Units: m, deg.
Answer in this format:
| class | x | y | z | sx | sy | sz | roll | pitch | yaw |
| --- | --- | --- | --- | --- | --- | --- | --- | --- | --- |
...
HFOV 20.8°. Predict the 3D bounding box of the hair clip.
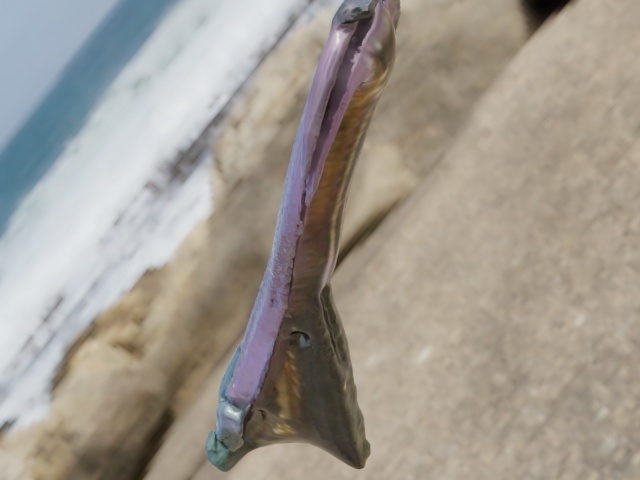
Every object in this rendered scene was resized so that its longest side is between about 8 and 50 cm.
| class | x | y | z | sx | sy | sz | roll | pitch | yaw |
| --- | --- | --- | --- | --- | --- | --- | --- | --- | --- |
| hair clip | 0.001 | -0.002 | 0.869 | 0.110 | 0.095 | 0.358 | -26 | -34 | -26 |
